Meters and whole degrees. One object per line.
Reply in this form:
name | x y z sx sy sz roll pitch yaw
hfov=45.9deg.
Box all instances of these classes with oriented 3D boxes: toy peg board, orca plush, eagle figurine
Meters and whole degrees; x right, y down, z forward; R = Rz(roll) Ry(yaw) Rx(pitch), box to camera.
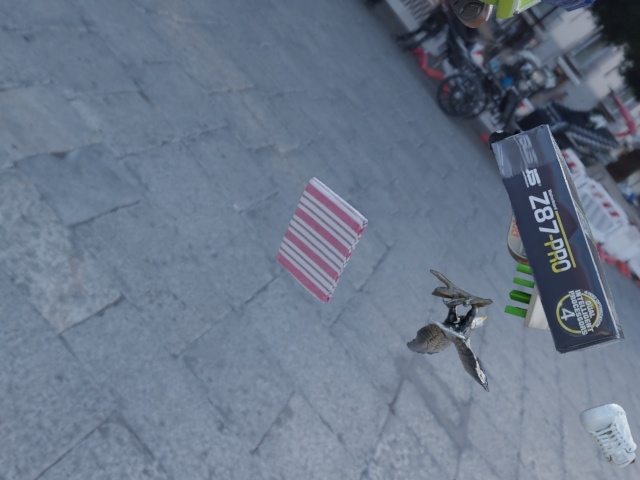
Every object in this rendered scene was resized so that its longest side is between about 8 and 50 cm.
toy peg board | 0.528 0.130 1.859 0.079 0.161 0.161 17 3 38
orca plush | 0.567 -0.259 2.355 0.102 0.151 0.287 9 48 -17
eagle figurine | 0.363 0.259 2.007 0.225 0.298 0.226 2 31 -10

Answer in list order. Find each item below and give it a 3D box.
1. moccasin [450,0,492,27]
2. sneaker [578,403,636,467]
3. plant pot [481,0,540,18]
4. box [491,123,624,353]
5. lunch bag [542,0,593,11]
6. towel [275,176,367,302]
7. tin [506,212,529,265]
moccasin | 0.432 -0.741 2.147 0.147 0.139 0.380 38 36 -42
sneaker | 0.741 0.496 1.901 0.290 0.106 0.123 37 32 -46
plant pot | 0.480 -0.695 1.841 0.207 0.227 0.228 56 -10 23
box | 0.394 0.019 1.217 0.395 0.097 0.318 19 53 -65
lunch bag | 0.409 -0.412 1.215 0.065 0.067 0.098 15 3 -15
towel | 0.000 0.000 1.380 0.144 0.197 0.029 41 32 27
tin | 0.443 -0.032 1.550 0.040 0.106 0.189 78 30 -58
